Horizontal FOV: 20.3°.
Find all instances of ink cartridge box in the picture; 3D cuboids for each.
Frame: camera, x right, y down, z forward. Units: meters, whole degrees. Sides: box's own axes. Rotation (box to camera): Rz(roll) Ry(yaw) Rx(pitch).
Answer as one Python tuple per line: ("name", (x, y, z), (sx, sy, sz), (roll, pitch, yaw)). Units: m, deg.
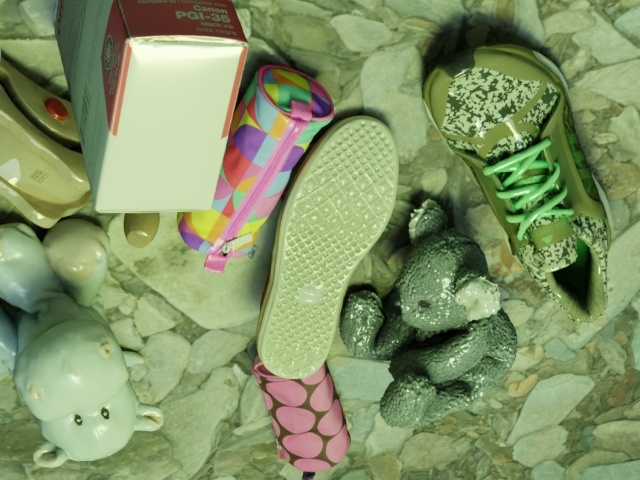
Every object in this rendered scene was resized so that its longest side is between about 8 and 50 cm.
("ink cartridge box", (-0.169, -0.194, 1.695), (0.117, 0.283, 0.207), (-1, 133, -18))

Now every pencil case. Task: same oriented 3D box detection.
("pencil case", (-0.027, 0.205, 2.249), (0.098, 0.095, 0.209), (-4, 134, 12))
("pencil case", (-0.074, -0.079, 1.955), (0.104, 0.104, 0.236), (12, 127, -24))

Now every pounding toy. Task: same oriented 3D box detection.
("pounding toy", (-0.262, -0.119, 1.849), (0.269, 0.154, 0.155), (41, 115, -18))

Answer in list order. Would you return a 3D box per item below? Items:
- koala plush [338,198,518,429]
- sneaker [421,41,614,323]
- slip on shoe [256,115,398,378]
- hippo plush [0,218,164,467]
("koala plush", (0.145, 0.072, 2.108), (0.203, 0.196, 0.221), (-14, 135, -17))
("sneaker", (0.249, -0.056, 2.001), (0.158, 0.182, 0.410), (-27, 133, 12))
("slip on shoe", (0.000, 0.000, 2.057), (0.123, 0.101, 0.331), (13, 116, -12))
("hippo plush", (-0.313, 0.147, 2.000), (0.234, 0.237, 0.294), (-16, 134, -7))
